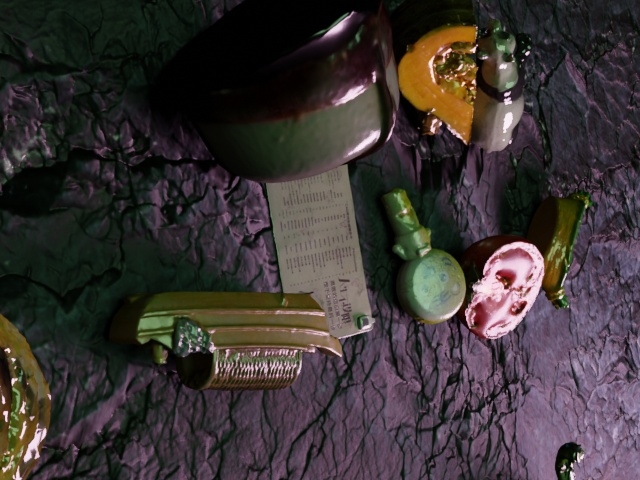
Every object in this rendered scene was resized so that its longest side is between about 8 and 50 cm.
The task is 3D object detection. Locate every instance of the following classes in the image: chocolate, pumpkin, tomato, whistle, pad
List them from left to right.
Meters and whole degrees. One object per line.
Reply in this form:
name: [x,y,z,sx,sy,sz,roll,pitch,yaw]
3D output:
chocolate: [-0.019,-0.179,1.388,0.283,0.283,0.186,-53,123,-37]
pad: [0.000,0.000,1.564,0.159,0.009,0.265,-11,92,-46]
whistle: [0.132,0.022,1.675,0.104,0.057,0.198,-29,98,-29]
pumpkin: [0.150,-0.239,1.677,0.248,0.126,0.131,81,-3,-46]
tomato: [0.245,0.058,1.760,0.139,0.091,0.159,5,108,-37]

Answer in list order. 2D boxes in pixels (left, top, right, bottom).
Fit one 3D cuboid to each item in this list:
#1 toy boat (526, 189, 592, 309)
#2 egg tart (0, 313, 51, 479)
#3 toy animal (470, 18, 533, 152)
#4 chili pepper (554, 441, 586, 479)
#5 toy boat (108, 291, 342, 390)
toy boat: [0.380,0.000,1.907,0.088,0.089,0.229,33,57,-23]
egg tart: [-0.365,0.140,1.081,0.297,0.132,0.297,6,80,-40]
toy animal: [0.255,-0.228,1.759,0.225,0.093,0.121,93,6,-48]
chili pepper: [0.385,0.418,1.791,0.165,0.174,0.261,-9,97,-51]
toy boat: [-0.100,0.116,1.383,0.310,0.089,0.115,3,85,-47]
